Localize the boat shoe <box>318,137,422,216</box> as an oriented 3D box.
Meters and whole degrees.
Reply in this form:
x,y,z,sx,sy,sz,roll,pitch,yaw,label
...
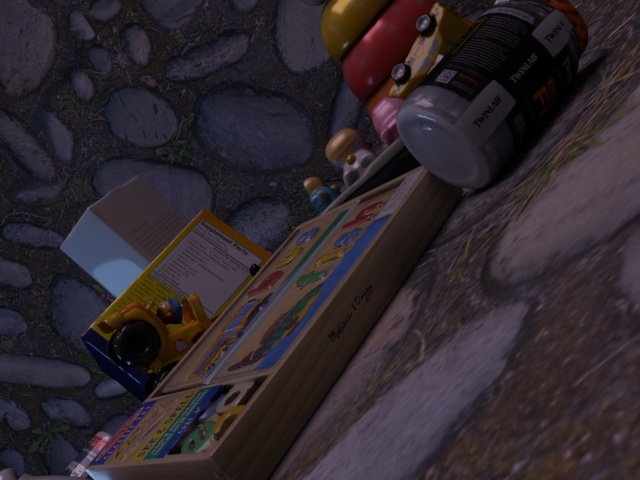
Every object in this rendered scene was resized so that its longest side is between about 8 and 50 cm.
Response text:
x,y,z,sx,sy,sz,roll,pitch,yaw,label
0.062,-0.049,1.232,0.254,0.079,0.095,-46,2,-8,boat shoe

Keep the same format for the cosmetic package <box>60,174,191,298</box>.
x,y,z,sx,sy,sz,roll,pitch,yaw,label
-0.368,0.077,1.899,0.161,0.453,0.230,-45,4,30,cosmetic package

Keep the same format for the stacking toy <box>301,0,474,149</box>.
x,y,z,sx,sy,sz,roll,pitch,yaw,label
0.121,-0.461,1.720,0.351,0.480,0.350,-47,4,4,stacking toy

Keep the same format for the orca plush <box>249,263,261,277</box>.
x,y,z,sx,sy,sz,roll,pitch,yaw,label
-0.098,0.092,1.396,0.151,0.102,0.287,-48,4,-10,orca plush

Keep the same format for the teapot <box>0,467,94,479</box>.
x,y,z,sx,sy,sz,roll,pitch,yaw,label
-0.277,0.299,0.684,0.256,0.187,0.252,-43,6,41,teapot

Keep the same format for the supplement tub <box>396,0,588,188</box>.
x,y,z,sx,sy,sz,roll,pitch,yaw,label
0.173,-0.153,0.771,0.190,0.117,0.117,-49,4,-15,supplement tub

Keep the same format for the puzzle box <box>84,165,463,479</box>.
x,y,z,sx,sy,sz,roll,pitch,yaw,label
-0.042,0.089,0.806,0.272,0.052,0.409,-25,20,50,puzzle box

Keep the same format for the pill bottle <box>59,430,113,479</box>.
x,y,z,sx,sy,sz,roll,pitch,yaw,label
-0.371,0.405,1.239,0.180,0.108,0.108,-50,5,-30,pill bottle

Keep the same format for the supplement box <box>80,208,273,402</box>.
x,y,z,sx,sy,sz,roll,pitch,yaw,label
-0.263,0.150,1.562,0.356,0.194,0.195,-49,-18,-23,supplement box

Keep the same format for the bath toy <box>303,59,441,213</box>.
x,y,z,sx,sy,sz,roll,pitch,yaw,label
0.129,-0.175,1.328,0.348,0.151,0.129,-43,-6,16,bath toy

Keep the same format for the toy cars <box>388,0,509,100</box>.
x,y,z,sx,sy,sz,roll,pitch,yaw,label
0.287,-0.363,1.405,0.393,0.177,0.087,-33,41,-21,toy cars

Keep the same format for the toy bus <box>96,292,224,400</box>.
x,y,z,sx,sy,sz,roll,pitch,yaw,label
-0.212,0.158,1.240,0.211,0.220,0.149,-42,5,-20,toy bus
